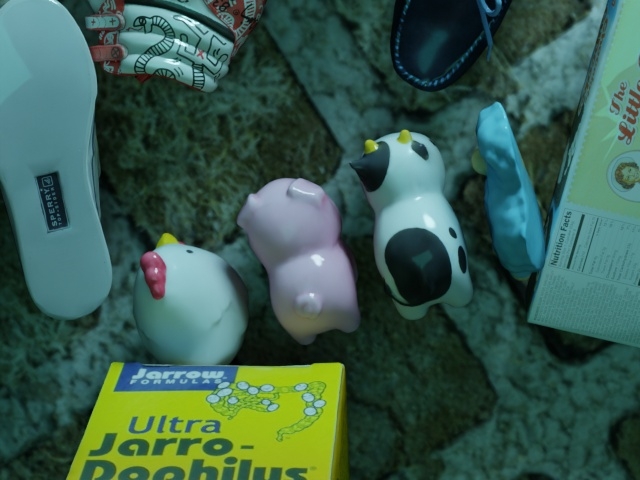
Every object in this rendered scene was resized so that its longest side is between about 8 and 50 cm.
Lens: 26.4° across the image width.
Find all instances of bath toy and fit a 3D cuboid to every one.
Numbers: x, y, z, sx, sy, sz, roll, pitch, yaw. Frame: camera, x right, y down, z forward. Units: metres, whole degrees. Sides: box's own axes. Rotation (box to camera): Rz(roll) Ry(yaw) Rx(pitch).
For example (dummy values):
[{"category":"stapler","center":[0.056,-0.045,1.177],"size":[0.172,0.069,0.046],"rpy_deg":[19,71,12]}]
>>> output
[{"category":"bath toy","center":[0.000,0.000,1.107],"size":[0.348,0.151,0.129],"rpy_deg":[-20,141,9]}]

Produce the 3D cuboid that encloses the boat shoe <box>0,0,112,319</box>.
[{"category":"boat shoe","center":[-0.224,-0.071,1.125],"size":[0.096,0.088,0.267],"rpy_deg":[-15,109,-14]}]

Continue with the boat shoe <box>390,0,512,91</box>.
[{"category":"boat shoe","center":[0.121,-0.241,1.075],"size":[0.109,0.089,0.258],"rpy_deg":[21,101,0]}]

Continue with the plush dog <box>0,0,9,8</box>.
[{"category":"plush dog","center":[-0.365,-0.269,1.031],"size":[0.262,0.210,0.225],"rpy_deg":[-25,65,-31]}]

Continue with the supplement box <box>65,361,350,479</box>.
[{"category":"supplement box","center":[-0.074,0.295,1.089],"size":[0.194,0.195,0.356],"rpy_deg":[-1,116,4]}]

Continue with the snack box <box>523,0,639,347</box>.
[{"category":"snack box","center":[0.293,-0.067,1.089],"size":[0.187,0.060,0.321],"rpy_deg":[13,110,1]}]

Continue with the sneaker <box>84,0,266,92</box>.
[{"category":"sneaker","center":[-0.179,-0.219,1.099],"size":[0.270,0.090,0.145],"rpy_deg":[25,98,-4]}]
